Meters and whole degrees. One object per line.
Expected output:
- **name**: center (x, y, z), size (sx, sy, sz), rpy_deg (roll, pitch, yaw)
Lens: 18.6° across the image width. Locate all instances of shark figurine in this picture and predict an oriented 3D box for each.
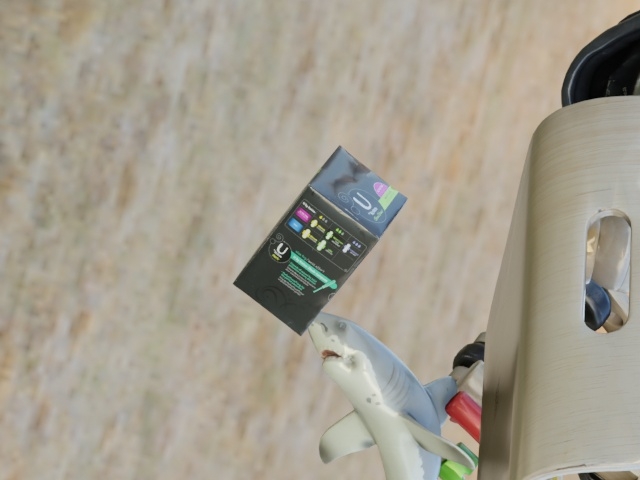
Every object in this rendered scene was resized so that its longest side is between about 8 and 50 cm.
- **shark figurine**: center (0.070, 0.166, 1.601), size (0.116, 0.166, 0.278), rpy_deg (-50, 153, -38)

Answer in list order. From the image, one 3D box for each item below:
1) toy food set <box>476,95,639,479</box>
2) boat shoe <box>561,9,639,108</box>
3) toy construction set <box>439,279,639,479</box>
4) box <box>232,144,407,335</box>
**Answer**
- **toy food set**: center (0.143, 0.095, 1.083), size (0.306, 0.092, 0.220), rpy_deg (94, 2, -56)
- **boat shoe**: center (0.356, -0.097, 1.278), size (0.156, 0.500, 0.187), rpy_deg (7, 87, -36)
- **toy construction set**: center (0.238, 0.159, 1.703), size (0.257, 0.237, 0.309), rpy_deg (-47, 179, 35)
- **box**: center (0.000, 0.000, 1.107), size (0.083, 0.052, 0.062), rpy_deg (-52, -179, 30)
